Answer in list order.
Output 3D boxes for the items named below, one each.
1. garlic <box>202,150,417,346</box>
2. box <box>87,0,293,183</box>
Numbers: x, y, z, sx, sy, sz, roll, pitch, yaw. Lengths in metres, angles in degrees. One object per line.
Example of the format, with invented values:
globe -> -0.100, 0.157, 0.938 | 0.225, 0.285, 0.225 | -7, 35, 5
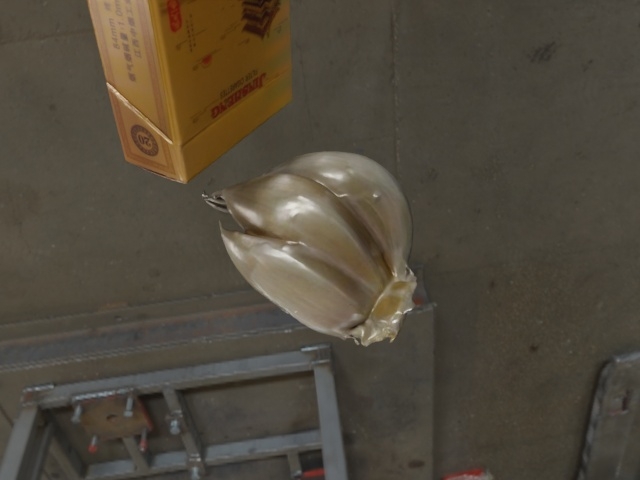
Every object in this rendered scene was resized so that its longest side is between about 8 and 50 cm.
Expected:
garlic -> 0.000, 0.000, 0.794 | 0.292, 0.237, 0.210 | 46, 152, 6
box -> -0.102, -0.206, 0.519 | 0.076, 0.174, 0.274 | 23, 137, 24
